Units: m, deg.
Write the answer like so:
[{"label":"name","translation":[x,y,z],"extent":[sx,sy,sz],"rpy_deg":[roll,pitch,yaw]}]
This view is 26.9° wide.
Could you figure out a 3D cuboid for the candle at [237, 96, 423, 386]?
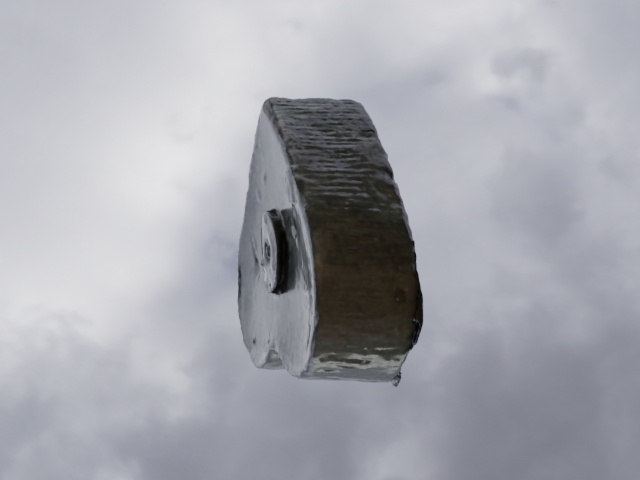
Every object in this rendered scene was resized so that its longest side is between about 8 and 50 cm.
[{"label":"candle","translation":[0.000,0.000,0.785],"extent":[0.068,0.192,0.168],"rpy_deg":[0,-93,-17]}]
